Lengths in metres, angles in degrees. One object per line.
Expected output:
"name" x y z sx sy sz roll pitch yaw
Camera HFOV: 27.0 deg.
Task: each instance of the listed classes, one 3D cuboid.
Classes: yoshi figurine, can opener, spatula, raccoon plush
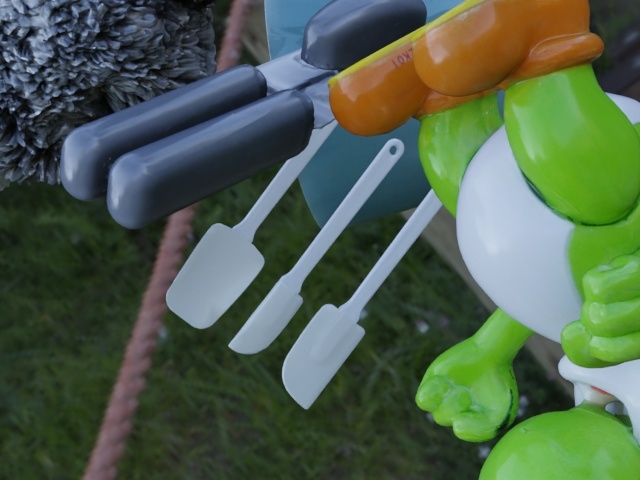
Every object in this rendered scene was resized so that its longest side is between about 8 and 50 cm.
"yoshi figurine" 0.123 0.052 0.733 0.203 0.362 0.203 -26 7 23
"can opener" -0.041 -0.091 0.820 0.074 0.093 0.280 28 40 27
"spatula" 0.000 0.000 1.117 0.242 0.168 0.019 -53 17 -6
"raccoon plush" -0.236 -0.182 0.942 0.299 0.216 0.446 -8 -38 -17

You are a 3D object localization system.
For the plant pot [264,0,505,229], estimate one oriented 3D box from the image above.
"plant pot" 0.094 -0.170 1.379 0.235 0.293 0.293 -10 21 10
